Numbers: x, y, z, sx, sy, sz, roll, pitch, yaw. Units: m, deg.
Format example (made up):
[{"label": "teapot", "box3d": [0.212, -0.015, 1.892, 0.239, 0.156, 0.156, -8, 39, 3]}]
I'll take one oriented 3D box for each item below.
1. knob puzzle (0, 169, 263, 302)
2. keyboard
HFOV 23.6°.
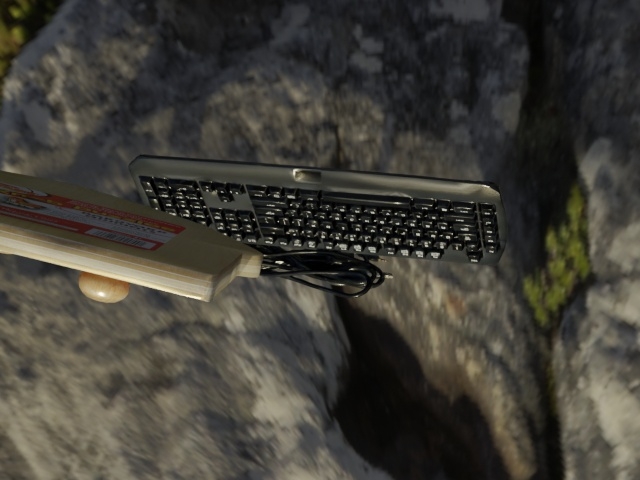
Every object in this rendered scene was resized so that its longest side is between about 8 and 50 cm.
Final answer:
[{"label": "knob puzzle", "box3d": [-0.119, -0.004, 0.619, 0.213, 0.213, 0.030, 14, 96, 7]}, {"label": "keyboard", "box3d": [0.000, 0.000, 0.784, 0.192, 0.100, 0.038, 6, 62, 16]}]
